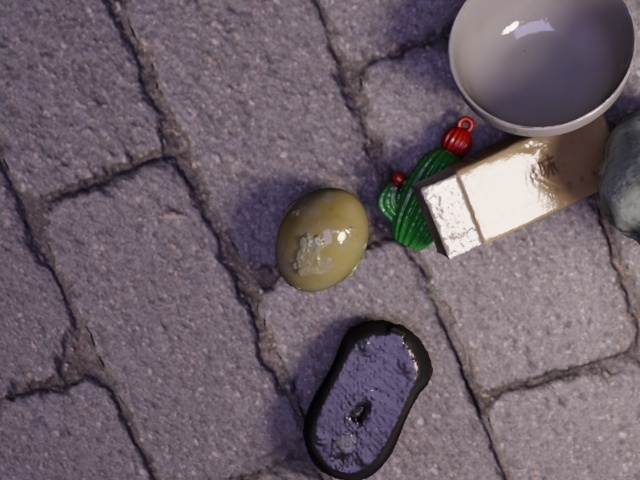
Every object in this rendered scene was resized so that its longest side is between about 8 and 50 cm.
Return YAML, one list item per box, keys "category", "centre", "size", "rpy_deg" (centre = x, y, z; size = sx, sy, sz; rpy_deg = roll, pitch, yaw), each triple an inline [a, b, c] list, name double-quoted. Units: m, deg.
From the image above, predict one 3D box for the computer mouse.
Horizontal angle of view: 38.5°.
- category: "computer mouse"
  centre: [0.085, 0.298, 1.726]
  size: [0.183, 0.116, 0.323]
  rpy_deg: [26, 100, 0]

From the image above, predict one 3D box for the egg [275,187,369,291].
- category: "egg"
  centre: [0.001, -0.001, 1.632]
  size: [0.164, 0.164, 0.201]
  rpy_deg: [29, 110, -2]

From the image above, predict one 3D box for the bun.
- category: "bun"
  centre: [0.597, -0.065, 1.451]
  size: [0.354, 0.354, 0.194]
  rpy_deg: [21, 127, 0]

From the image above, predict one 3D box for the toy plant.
- category: "toy plant"
  centre: [0.214, -0.089, 1.620]
  size: [0.240, 0.088, 0.154]
  rpy_deg: [-40, 96, 10]

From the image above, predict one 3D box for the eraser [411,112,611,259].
- category: "eraser"
  centre: [0.337, -0.102, 1.558]
  size: [0.343, 0.078, 0.144]
  rpy_deg: [-26, 105, -4]

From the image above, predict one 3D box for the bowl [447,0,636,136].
- category: "bowl"
  centre: [0.359, -0.291, 1.488]
  size: [0.287, 0.144, 0.287]
  rpy_deg: [-4, 76, 15]
